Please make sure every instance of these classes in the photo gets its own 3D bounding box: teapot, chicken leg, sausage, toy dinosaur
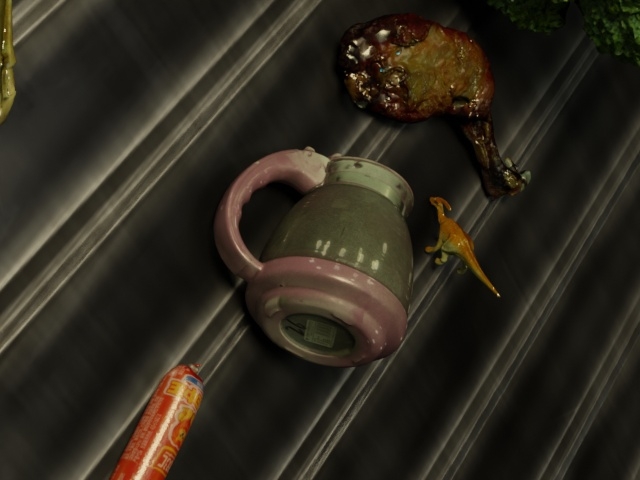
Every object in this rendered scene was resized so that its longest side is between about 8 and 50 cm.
[{"bbox_3d":[0.002,0.006,0.878,0.116,0.148,0.146,90,16,-56],"label":"teapot"},{"bbox_3d":[0.105,-0.117,1.004,0.253,0.051,0.106,30,75,-42],"label":"chicken leg"},{"bbox_3d":[-0.110,0.136,0.798,0.034,0.034,0.129,45,60,-36],"label":"sausage"},{"bbox_3d":[0.114,0.011,1.001,0.026,0.041,0.113,-5,53,-29],"label":"toy dinosaur"}]

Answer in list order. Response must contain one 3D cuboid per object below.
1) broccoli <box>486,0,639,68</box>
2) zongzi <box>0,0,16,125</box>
[{"bbox_3d":[0.215,-0.335,0.937,0.321,0.310,0.413,18,56,-32],"label":"broccoli"},{"bbox_3d":[-0.247,-0.193,0.610,0.228,0.115,0.256,27,65,-37],"label":"zongzi"}]
